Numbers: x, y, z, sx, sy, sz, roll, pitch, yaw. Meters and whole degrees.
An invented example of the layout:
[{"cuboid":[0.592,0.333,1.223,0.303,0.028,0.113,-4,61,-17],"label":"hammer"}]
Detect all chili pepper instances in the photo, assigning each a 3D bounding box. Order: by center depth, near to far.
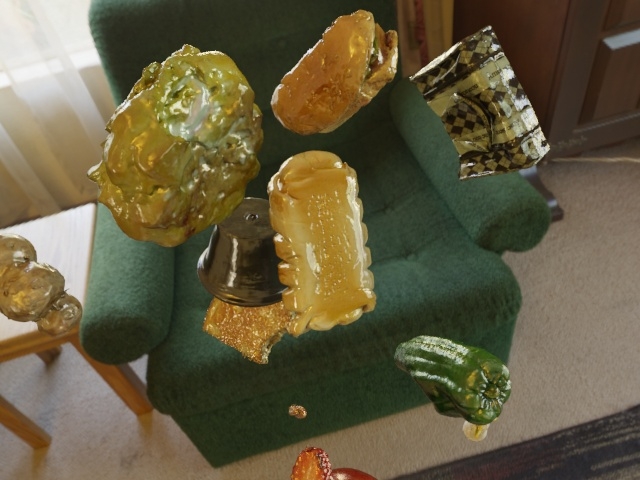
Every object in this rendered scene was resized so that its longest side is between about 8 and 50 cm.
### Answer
[{"cuboid":[0.340,0.378,1.370,0.167,0.213,0.385,-20,7,-21],"label":"chili pepper"}]

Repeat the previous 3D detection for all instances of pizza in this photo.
[{"cuboid":[-0.151,0.176,1.243,0.223,0.323,0.089,50,26,8],"label":"pizza"}]

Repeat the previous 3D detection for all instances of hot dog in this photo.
[{"cuboid":[-0.081,0.613,1.797,0.062,0.144,0.038,25,67,-1],"label":"hot dog"}]

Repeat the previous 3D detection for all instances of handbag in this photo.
[{"cuboid":[0.476,-0.394,1.561,0.180,0.416,0.317,-34,8,-25],"label":"handbag"}]

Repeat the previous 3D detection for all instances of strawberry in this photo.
[{"cuboid":[-0.006,0.528,1.048,0.121,0.082,0.188,5,82,42],"label":"strawberry"}]

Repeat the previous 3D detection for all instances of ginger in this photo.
[{"cuboid":[-0.830,0.106,1.387,0.176,0.256,0.375,-43,87,-18],"label":"ginger"}]

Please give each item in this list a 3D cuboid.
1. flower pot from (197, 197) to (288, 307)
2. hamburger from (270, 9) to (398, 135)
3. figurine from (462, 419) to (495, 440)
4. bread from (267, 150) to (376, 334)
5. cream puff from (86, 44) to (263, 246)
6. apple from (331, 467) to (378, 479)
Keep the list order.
[{"cuboid":[-0.144,0.006,1.052,0.235,0.148,0.235,3,39,-3],"label":"flower pot"},{"cuboid":[0.018,-0.275,0.897,0.262,0.124,0.131,-34,53,39],"label":"hamburger"},{"cuboid":[0.467,0.517,1.472,0.109,0.129,0.178,30,37,16],"label":"figurine"},{"cuboid":[0.000,0.000,0.880,0.173,0.311,0.121,-11,10,-19],"label":"bread"},{"cuboid":[-0.212,-0.138,0.711,0.185,0.282,0.282,30,58,23],"label":"cream puff"},{"cuboid":[0.065,0.673,1.177,0.260,0.260,0.216,-30,29,-17],"label":"apple"}]
